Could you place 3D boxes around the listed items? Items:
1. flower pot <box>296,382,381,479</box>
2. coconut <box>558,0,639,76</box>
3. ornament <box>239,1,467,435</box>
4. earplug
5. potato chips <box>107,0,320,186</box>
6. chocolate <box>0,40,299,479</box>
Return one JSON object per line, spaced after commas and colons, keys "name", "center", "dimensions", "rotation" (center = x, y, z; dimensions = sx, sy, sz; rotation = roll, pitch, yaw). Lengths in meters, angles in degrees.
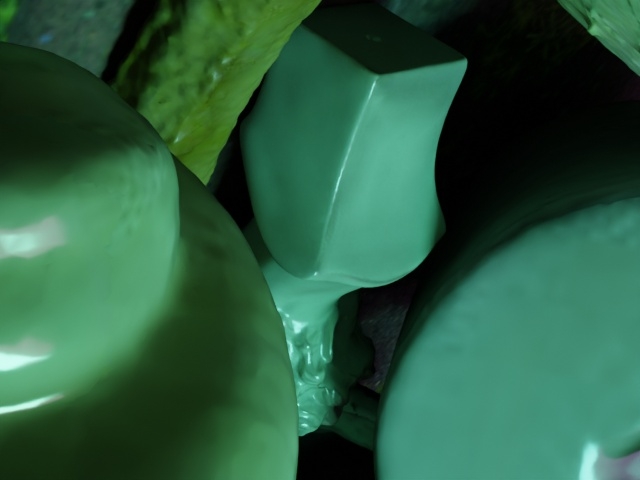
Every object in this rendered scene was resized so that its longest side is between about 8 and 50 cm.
{"name": "flower pot", "center": [0.009, 0.246, 1.012], "dimensions": [0.302, 0.302, 0.213], "rotation": [-36, 157, -11]}
{"name": "coconut", "center": [0.316, -0.180, 0.603], "dimensions": [0.404, 0.404, 0.404], "rotation": [-33, 156, -17]}
{"name": "ornament", "center": [-0.007, 0.004, 0.755], "dimensions": [0.130, 0.120, 0.285], "rotation": [-23, 151, -31]}
{"name": "earplug", "center": [0.210, 0.070, 0.898], "dimensions": [0.312, 0.312, 0.394], "rotation": [-48, -176, 18]}
{"name": "potato chips", "center": [-0.078, -0.012, 0.672], "dimensions": [0.057, 0.080, 0.407], "rotation": [-40, 163, -47]}
{"name": "chocolate", "center": [-0.164, 0.091, 0.427], "dimensions": [0.297, 0.314, 0.326], "rotation": [106, 3, -54]}
